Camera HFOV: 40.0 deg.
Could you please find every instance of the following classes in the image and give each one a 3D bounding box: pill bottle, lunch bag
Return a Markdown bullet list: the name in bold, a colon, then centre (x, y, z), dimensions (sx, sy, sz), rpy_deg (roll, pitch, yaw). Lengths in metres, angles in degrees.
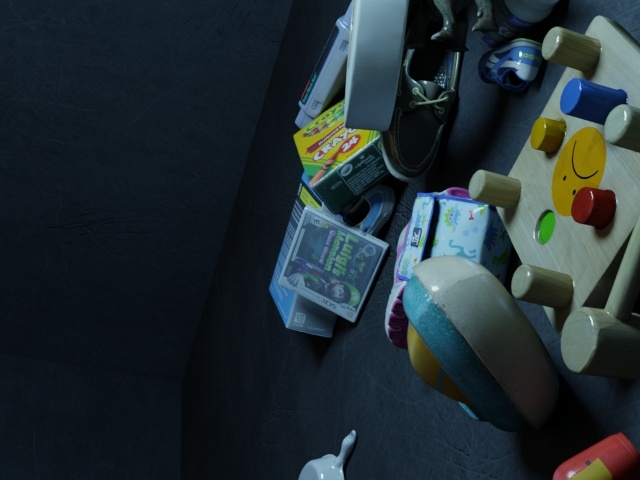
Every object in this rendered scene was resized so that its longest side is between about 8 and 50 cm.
- **pill bottle**: centre (0.270, -0.322, 1.202), dimensions (0.137, 0.078, 0.078), rpy_deg (144, 136, -70)
- **lunch bag**: centre (0.174, 0.005, 1.182), dimensions (0.151, 0.096, 0.128), rpy_deg (14, 90, 47)

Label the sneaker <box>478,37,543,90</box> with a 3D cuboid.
- **sneaker**: centre (0.260, -0.236, 1.228), dimensions (0.144, 0.053, 0.059), rpy_deg (165, 114, -75)

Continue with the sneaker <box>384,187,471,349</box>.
- **sneaker**: centre (0.161, 0.040, 1.309), dimensions (0.111, 0.103, 0.252), rpy_deg (-140, 71, -75)

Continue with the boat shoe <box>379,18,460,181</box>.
- **boat shoe**: centre (0.170, -0.249, 1.460), dimensions (0.091, 0.109, 0.305), rpy_deg (134, 149, -72)

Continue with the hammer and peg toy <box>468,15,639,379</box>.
- **hammer and peg toy**: centre (0.282, -0.044, 0.850), dimensions (0.361, 0.127, 0.266), rpy_deg (-100, 28, -55)

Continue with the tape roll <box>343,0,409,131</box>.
- **tape roll**: centre (0.085, -0.359, 1.325), dimensions (0.392, 0.072, 0.392), rpy_deg (-175, 90, -89)

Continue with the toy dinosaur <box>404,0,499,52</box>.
- **toy dinosaur**: centre (0.180, -0.343, 1.167), dimensions (0.313, 0.121, 0.160), rpy_deg (174, 95, -80)

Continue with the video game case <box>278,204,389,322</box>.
- **video game case**: centre (0.021, 0.047, 1.678), dimensions (0.022, 0.173, 0.190), rpy_deg (-51, -16, -56)

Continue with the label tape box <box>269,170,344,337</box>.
- **label tape box**: centre (0.000, 0.000, 1.903), dimensions (0.249, 0.115, 0.347), rpy_deg (-126, 53, -70)

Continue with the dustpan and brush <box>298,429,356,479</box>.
- **dustpan and brush**: centre (0.018, 0.433, 1.622), dimensions (0.147, 0.060, 0.211), rpy_deg (-120, 37, -53)

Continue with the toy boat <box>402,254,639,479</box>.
- **toy boat**: centre (0.180, 0.160, 0.899), dimensions (0.148, 0.267, 0.318), rpy_deg (-37, 47, 4)

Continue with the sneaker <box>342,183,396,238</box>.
- **sneaker**: centre (0.071, -0.007, 1.688), dimensions (0.085, 0.086, 0.237), rpy_deg (-106, 29, -57)

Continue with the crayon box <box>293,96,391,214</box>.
- **crayon box**: centre (0.058, -0.197, 1.699), dimensions (0.202, 0.081, 0.318), rpy_deg (-37, 26, 9)

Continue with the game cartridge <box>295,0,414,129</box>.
- **game cartridge**: centre (0.077, -0.382, 1.769), dimensions (0.230, 0.068, 0.355), rpy_deg (-35, -15, -37)
